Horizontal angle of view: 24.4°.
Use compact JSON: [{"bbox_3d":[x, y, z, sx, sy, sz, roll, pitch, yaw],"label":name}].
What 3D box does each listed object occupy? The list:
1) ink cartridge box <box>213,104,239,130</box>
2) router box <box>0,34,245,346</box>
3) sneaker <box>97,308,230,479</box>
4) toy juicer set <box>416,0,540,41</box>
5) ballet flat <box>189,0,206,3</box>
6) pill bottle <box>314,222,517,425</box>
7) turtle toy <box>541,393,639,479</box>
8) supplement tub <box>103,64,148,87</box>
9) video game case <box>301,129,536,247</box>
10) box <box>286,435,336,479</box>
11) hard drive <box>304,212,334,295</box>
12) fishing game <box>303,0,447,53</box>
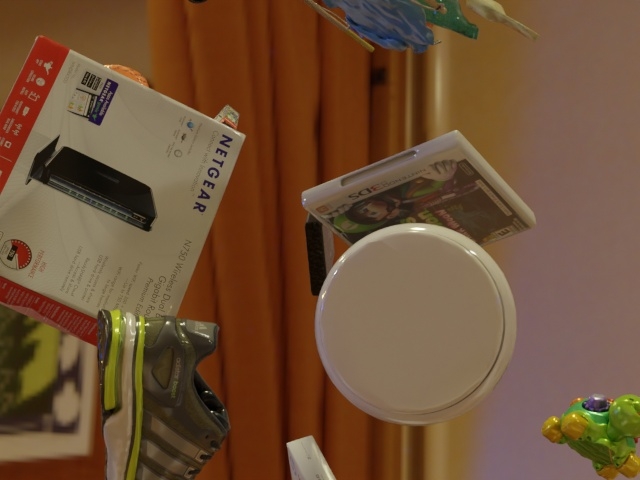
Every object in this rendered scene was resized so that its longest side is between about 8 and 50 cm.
[{"bbox_3d":[-0.169,-0.179,2.471,0.029,0.115,0.063,39,-70,-15],"label":"ink cartridge box"},{"bbox_3d":[-0.289,-0.052,1.881,0.301,0.335,0.082,25,-30,-12],"label":"router box"},{"bbox_3d":[-0.145,0.205,1.414,0.121,0.300,0.111,-3,25,-6],"label":"sneaker"},{"bbox_3d":[0.147,-0.352,2.205,0.329,0.089,0.209,20,15,-9],"label":"toy juicer set"},{"bbox_3d":[-0.104,-0.333,1.687,0.074,0.074,0.203,13,-30,-31],"label":"ballet flat"},{"bbox_3d":[0.080,0.069,1.219,0.161,0.161,0.283,0,-3,7],"label":"pill bottle"},{"bbox_3d":[0.290,0.191,1.500,0.095,0.066,0.130,35,-18,-6],"label":"turtle toy"},{"bbox_3d":[-0.314,-0.160,2.203,0.117,0.117,0.190,6,-46,-14],"label":"supplement tub"},{"bbox_3d":[0.101,-0.030,1.486,0.173,0.022,0.190,-21,-33,22],"label":"video game case"},{"bbox_3d":[0.007,0.352,1.786,0.038,0.145,0.186,-14,-56,-13],"label":"box"},{"bbox_3d":[0.000,0.000,1.820,0.022,0.094,0.135,-3,19,5],"label":"hard drive"},{"bbox_3d":[0.065,-0.293,1.805,0.189,0.041,0.264,34,-12,-9],"label":"fishing game"}]
